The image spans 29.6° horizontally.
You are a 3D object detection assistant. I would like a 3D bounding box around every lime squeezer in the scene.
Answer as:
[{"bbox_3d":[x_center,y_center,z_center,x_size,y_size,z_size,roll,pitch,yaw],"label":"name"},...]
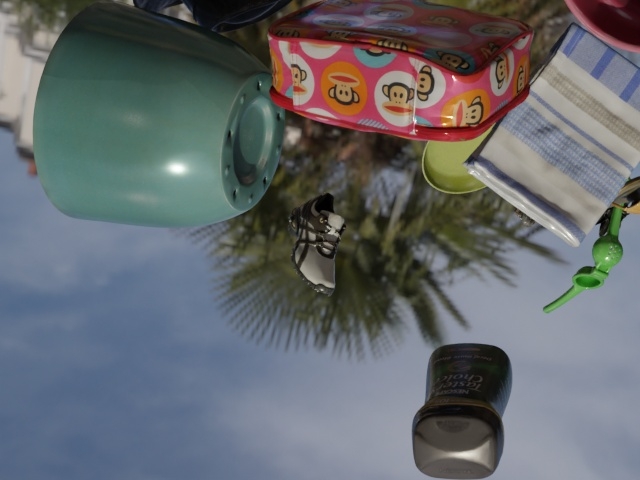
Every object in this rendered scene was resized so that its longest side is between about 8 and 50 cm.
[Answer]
[{"bbox_3d":[0.487,0.034,2.189,0.059,0.310,0.110,9,-149,-29],"label":"lime squeezer"}]

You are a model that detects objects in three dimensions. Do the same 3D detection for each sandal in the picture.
[{"bbox_3d":[0.502,-0.067,1.875,0.180,0.072,0.049,-12,-112,-25],"label":"sandal"}]

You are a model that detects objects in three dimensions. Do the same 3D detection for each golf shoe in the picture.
[{"bbox_3d":[0.000,0.000,2.021,0.077,0.094,0.198,23,-142,-37],"label":"golf shoe"}]

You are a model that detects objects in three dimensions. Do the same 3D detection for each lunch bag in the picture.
[{"bbox_3d":[0.105,-0.226,1.479,0.293,0.120,0.258,16,-147,28],"label":"lunch bag"}]

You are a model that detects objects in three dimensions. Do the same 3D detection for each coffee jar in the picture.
[{"bbox_3d":[0.151,0.180,1.284,0.096,0.079,0.184,-1,-159,12],"label":"coffee jar"}]

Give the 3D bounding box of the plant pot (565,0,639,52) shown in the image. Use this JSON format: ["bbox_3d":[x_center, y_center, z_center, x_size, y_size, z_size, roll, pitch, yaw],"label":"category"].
[{"bbox_3d":[0.368,-0.317,1.244,0.201,0.201,0.180,26,-134,27],"label":"plant pot"}]

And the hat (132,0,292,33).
[{"bbox_3d":[-0.111,-0.396,1.812,0.134,0.331,0.331,55,-149,3],"label":"hat"}]

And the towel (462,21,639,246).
[{"bbox_3d":[0.370,-0.156,1.768,0.209,0.285,0.034,37,174,1],"label":"towel"}]

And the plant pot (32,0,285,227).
[{"bbox_3d":[-0.187,-0.146,1.560,0.235,0.293,0.293,14,-159,21],"label":"plant pot"}]

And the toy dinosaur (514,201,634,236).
[{"bbox_3d":[0.517,-0.138,2.366,0.164,0.322,0.218,22,-156,-15],"label":"toy dinosaur"}]

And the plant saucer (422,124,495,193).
[{"bbox_3d":[0.294,-0.190,2.275,0.241,0.241,0.037,0,-137,-29],"label":"plant saucer"}]
